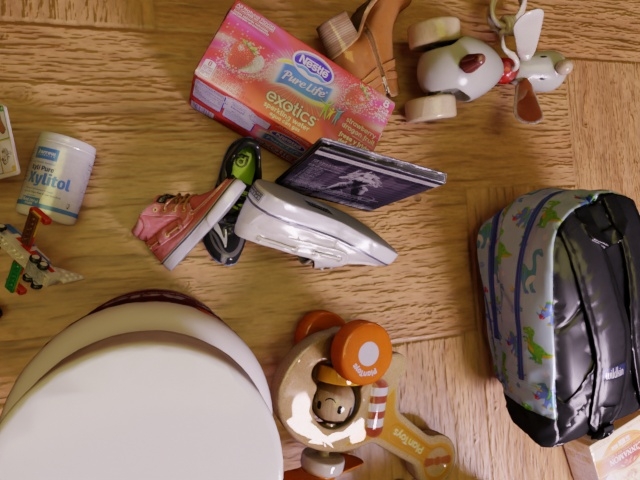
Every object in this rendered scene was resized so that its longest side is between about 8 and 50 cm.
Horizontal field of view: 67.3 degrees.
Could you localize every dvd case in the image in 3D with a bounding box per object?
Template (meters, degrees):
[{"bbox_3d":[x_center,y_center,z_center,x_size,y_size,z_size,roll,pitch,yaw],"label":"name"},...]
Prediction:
[{"bbox_3d":[0.041,-0.082,0.659,0.165,0.221,0.018,13,81,-17],"label":"dvd case"}]

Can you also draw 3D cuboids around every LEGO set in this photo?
[{"bbox_3d":[-0.390,-0.021,0.579,0.183,0.060,0.244,-8,96,24],"label":"LEGO set"}]

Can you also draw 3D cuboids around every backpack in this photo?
[{"bbox_3d":[0.397,0.090,0.772,0.291,0.273,0.355,-17,114,-16],"label":"backpack"}]

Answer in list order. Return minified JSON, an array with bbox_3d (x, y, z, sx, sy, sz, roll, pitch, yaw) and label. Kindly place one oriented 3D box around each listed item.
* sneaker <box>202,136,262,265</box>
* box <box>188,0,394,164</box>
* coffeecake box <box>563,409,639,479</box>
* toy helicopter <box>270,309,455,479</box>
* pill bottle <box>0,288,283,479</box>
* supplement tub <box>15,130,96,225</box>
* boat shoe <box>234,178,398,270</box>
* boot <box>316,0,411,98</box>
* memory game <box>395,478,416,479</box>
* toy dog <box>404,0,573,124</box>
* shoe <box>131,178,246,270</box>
[{"bbox_3d":[-0.123,-0.059,0.679,0.067,0.078,0.188,14,85,-18],"label":"sneaker"},{"bbox_3d":[-0.043,-0.195,0.687,0.257,0.128,0.122,28,79,-14],"label":"box"},{"bbox_3d":[0.541,0.419,0.880,0.143,0.068,0.185,-20,94,-19],"label":"coffeecake box"},{"bbox_3d":[0.072,0.278,0.705,0.355,0.140,0.234,41,71,-23],"label":"toy helicopter"},{"bbox_3d":[-0.174,0.166,0.487,0.224,0.392,0.223,1,87,-19],"label":"pill bottle"},{"bbox_3d":[-0.337,-0.077,0.615,0.071,0.071,0.107,14,84,-17],"label":"supplement tub"},{"bbox_3d":[0.000,0.000,0.698,0.268,0.096,0.088,19,110,-40],"label":"boat shoe"},{"bbox_3d":[0.098,-0.308,0.777,0.197,0.073,0.152,-36,106,-18],"label":"boot"},{"bbox_3d":[0.147,0.476,0.777,0.186,0.012,0.186,1,87,-18],"label":"memory game"},{"bbox_3d":[0.290,-0.286,0.774,0.334,0.161,0.220,-30,111,-15],"label":"toy dog"},{"bbox_3d":[-0.178,-0.038,0.630,0.081,0.063,0.178,44,120,-9],"label":"shoe"}]
